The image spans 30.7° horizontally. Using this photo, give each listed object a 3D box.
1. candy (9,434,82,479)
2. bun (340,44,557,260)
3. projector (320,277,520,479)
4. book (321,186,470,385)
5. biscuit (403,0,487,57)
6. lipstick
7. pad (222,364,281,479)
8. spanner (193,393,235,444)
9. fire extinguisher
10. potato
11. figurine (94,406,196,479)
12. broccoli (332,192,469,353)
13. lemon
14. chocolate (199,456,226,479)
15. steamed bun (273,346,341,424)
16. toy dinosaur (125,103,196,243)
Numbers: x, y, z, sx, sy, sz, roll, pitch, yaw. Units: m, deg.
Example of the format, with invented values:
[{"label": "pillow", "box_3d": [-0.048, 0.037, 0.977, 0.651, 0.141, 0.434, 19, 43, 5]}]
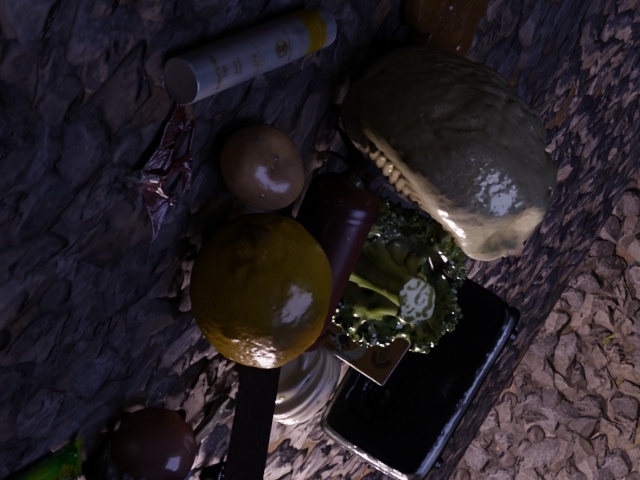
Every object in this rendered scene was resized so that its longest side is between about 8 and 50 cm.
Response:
[{"label": "candy", "box_3d": [-0.393, 0.343, 1.593, 0.178, 0.032, 0.102, -28, 145, -48]}, {"label": "bun", "box_3d": [0.206, -0.145, 1.742, 0.227, 0.352, 0.349, -45, -177, 2]}, {"label": "projector", "box_3d": [0.204, 0.251, 2.285, 0.395, 0.242, 0.405, -61, 171, 0]}, {"label": "book", "box_3d": [0.110, 0.082, 2.059, 0.295, 0.208, 0.020, -56, -167, -1]}, {"label": "biscuit", "box_3d": [0.199, -0.370, 1.791, 0.202, 0.044, 0.288, -43, 155, -22]}, {"label": "lipstick", "box_3d": [-0.081, -0.228, 1.411, 0.264, 0.059, 0.059, -32, 148, -45]}, {"label": "pad", "box_3d": [-0.104, 0.268, 1.887, 0.220, 0.004, 0.330, 64, 32, -64]}, {"label": "spanner", "box_3d": [-0.248, 0.370, 1.940, 0.302, 0.017, 0.071, -48, 152, -17]}, {"label": "fire extinguisher", "box_3d": [0.000, 0.000, 1.779, 0.114, 0.135, 0.337, -12, 132, -52]}, {"label": "potato", "box_3d": [-0.077, -0.092, 1.546, 0.112, 0.112, 0.147, -56, 151, 1]}, {"label": "figurine", "box_3d": [-0.227, 0.450, 1.795, 0.248, 0.276, 0.388, -29, 148, 7]}, {"label": "broccoli", "box_3d": [0.118, 0.051, 1.924, 0.260, 0.288, 0.235, -29, -134, 59]}, {"label": "lemon", "box_3d": [-0.082, 0.069, 1.625, 0.204, 0.204, 0.260, -43, 152, -29]}, {"label": "chocolate", "box_3d": [-0.171, 0.418, 2.121, 0.072, 0.070, 0.147, -49, 148, 10]}, {"label": "steamed bun", "box_3d": [-0.029, 0.253, 2.103, 0.183, 0.106, 0.183, -42, 153, -26]}, {"label": "toy dinosaur", "box_3d": [-0.191, -0.088, 1.419, 0.108, 0.032, 0.220, -23, 139, -48]}]
